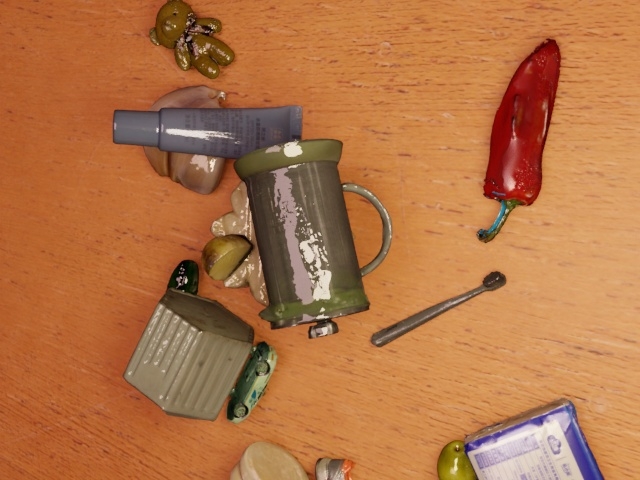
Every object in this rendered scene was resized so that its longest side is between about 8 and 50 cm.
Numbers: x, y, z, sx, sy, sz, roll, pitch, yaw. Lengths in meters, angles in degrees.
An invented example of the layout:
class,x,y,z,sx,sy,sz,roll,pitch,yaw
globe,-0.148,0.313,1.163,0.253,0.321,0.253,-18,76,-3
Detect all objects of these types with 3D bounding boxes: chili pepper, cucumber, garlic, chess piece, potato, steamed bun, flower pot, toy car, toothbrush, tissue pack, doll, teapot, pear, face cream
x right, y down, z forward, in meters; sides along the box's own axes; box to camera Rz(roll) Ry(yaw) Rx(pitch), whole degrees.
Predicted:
class,x,y,z,sx,sy,sz,roll,pitch,yaw
chili pepper,0.364,-0.180,1.368,0.110,0.110,0.388,12,90,22
cucumber,-0.316,0.151,1.660,0.069,0.069,0.228,19,100,22
garlic,-0.297,-0.234,1.640,0.217,0.110,0.228,21,97,25
chess piece,-0.165,0.573,1.541,0.167,0.167,0.300,43,108,18
potato,-0.194,0.023,1.444,0.066,0.103,0.096,41,98,17
steamed bun,-0.062,-0.001,1.521,0.292,0.137,0.295,40,97,19
flower pot,-0.267,0.232,1.554,0.239,0.209,0.190,29,98,26
toy car,-0.143,0.301,1.582,0.186,0.058,0.093,-63,25,10
toothbrush,0.222,0.135,1.454,0.297,0.030,0.030,-30,52,21
tissue pack,0.391,0.434,1.310,0.209,0.137,0.270,-24,81,4
doll,-0.285,-0.444,1.648,0.209,0.097,0.137,38,97,14
teapot,0.000,0.000,1.349,0.270,0.200,0.337,-10,86,-17
pear,0.260,0.423,1.402,0.092,0.092,0.097,11,134,22
face cream,-0.226,-0.221,1.541,0.385,0.086,0.136,2,88,-14

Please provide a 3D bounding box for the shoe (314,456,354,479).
class,x,y,z,sx,sy,sz,roll,pitch,yaw
shoe,0.044,0.527,1.496,0.077,0.074,0.195,-14,81,17
